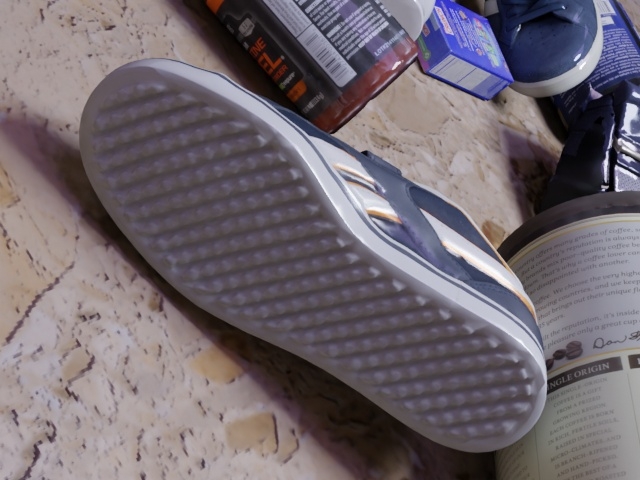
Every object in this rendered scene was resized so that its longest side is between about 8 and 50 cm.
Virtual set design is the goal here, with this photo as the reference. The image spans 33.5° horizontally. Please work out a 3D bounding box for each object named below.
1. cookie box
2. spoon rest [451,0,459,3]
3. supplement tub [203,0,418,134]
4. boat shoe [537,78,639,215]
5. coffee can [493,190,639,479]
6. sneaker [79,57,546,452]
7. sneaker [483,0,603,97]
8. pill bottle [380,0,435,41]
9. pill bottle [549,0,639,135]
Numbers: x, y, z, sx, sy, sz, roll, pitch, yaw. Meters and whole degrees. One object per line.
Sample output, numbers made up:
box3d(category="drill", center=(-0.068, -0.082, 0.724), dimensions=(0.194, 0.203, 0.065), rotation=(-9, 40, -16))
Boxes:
box3d(category="cookie box", center=(0.140, -0.203, 1.099), dimensions=(0.107, 0.040, 0.092), rotation=(15, 48, -42))
box3d(category="spoon rest", center=(0.082, -0.385, 1.190), dimensions=(0.276, 0.084, 0.137), rotation=(59, 32, -12))
box3d(category="supplement tub", center=(-0.022, -0.186, 0.832), dimensions=(0.198, 0.106, 0.106), rotation=(48, 33, -4))
box3d(category="boat shoe", center=(0.374, -0.047, 1.099), dimensions=(0.340, 0.127, 0.158), rotation=(20, 82, -37))
box3d(category="coffee can", center=(0.215, 0.130, 0.723), dimensions=(0.201, 0.201, 0.275), rotation=(34, 37, -24))
box3d(category="sneaker", center=(0.000, 0.000, 0.665), dimensions=(0.321, 0.126, 0.127), rotation=(39, 23, -8))
box3d(category="sneaker", center=(0.218, -0.315, 1.171), dimensions=(0.148, 0.131, 0.350), rotation=(51, 27, -46))
box3d(category="pill bottle", center=(0.068, -0.250, 1.017), dimensions=(0.087, 0.087, 0.160), rotation=(35, 37, -23))
box3d(category="pill bottle", center=(0.327, -0.177, 1.224), dimensions=(0.122, 0.123, 0.219), rotation=(11, 50, -45))
